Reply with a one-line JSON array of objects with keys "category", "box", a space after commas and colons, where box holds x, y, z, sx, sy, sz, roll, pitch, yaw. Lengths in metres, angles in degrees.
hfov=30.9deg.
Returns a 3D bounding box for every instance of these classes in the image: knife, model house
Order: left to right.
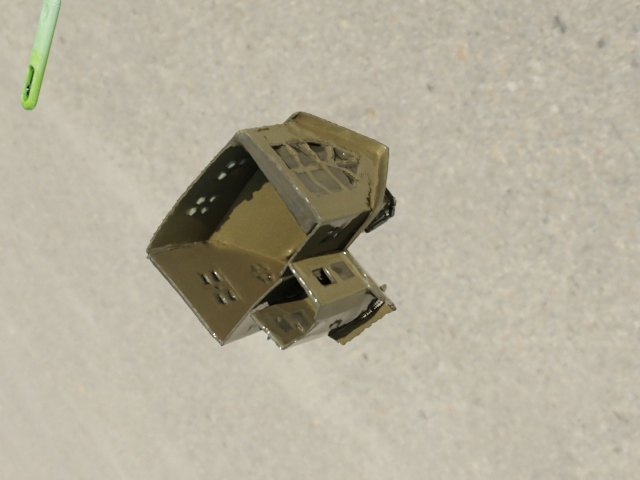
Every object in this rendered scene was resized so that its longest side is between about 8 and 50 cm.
[{"category": "knife", "box": [-0.279, -0.232, 1.211, 0.054, 0.015, 0.212, 33, 112, 35]}, {"category": "model house", "box": [0.000, 0.000, 1.180, 0.204, 0.243, 0.211, 51, 124, 16]}]
